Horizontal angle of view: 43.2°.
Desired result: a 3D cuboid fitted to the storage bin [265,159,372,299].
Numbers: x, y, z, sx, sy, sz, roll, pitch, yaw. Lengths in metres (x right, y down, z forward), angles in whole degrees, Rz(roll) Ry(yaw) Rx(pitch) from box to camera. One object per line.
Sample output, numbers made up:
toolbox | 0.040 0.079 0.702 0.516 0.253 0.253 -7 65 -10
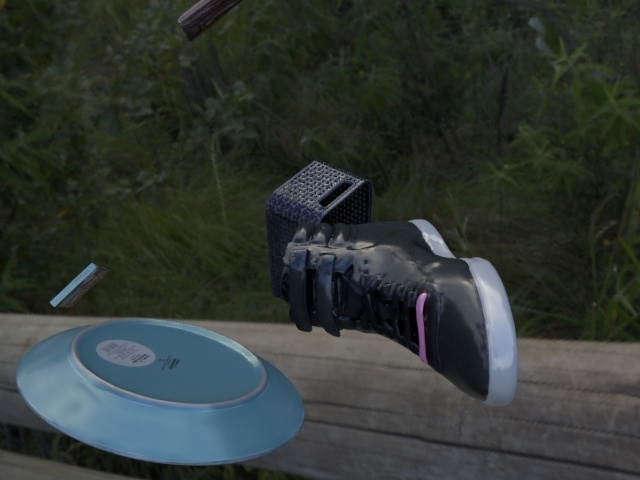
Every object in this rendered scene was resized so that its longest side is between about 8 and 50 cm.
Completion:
storage bin | 0.000 0.000 1.071 0.084 0.180 0.122 25 47 29

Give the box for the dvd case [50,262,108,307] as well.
dvd case | -0.378 0.072 1.273 0.087 0.013 0.119 -44 2 -7

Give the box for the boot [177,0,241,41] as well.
boot | -0.102 -0.264 0.893 0.114 0.037 0.106 -40 -3 16

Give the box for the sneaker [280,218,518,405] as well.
sneaker | 0.047 0.054 0.637 0.147 0.104 0.296 -4 16 -9

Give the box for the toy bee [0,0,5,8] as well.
toy bee | -0.391 -0.265 0.833 0.162 0.298 0.195 -27 -15 -33

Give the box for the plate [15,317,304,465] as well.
plate | -0.099 0.086 0.529 0.188 0.024 0.188 13 15 -4
